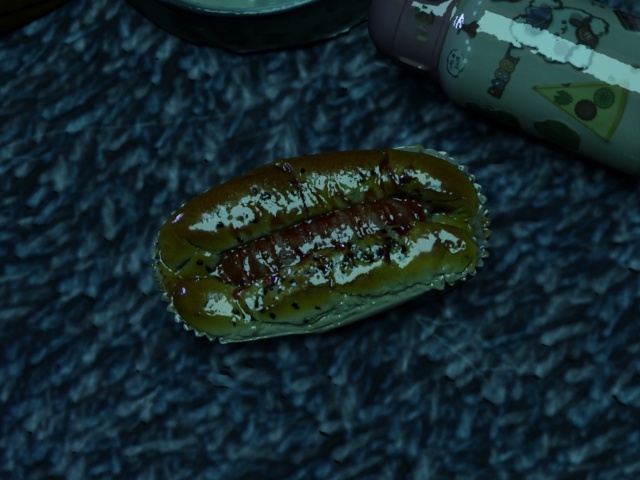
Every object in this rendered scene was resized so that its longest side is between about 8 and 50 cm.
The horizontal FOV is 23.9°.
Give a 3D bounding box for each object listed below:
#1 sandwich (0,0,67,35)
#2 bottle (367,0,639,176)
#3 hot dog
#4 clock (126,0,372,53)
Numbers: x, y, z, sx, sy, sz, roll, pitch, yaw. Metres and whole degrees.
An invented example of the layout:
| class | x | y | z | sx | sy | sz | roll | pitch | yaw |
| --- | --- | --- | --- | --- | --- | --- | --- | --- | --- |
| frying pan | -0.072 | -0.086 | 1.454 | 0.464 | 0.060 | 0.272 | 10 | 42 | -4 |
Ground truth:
| class | x | y | z | sx | sy | sz | roll | pitch | yaw |
| --- | --- | --- | --- | --- | --- | --- | --- | --- | --- |
| sandwich | -0.315 | -0.218 | 1.319 | 0.187 | 0.144 | 0.117 | -14 | 68 | -37 |
| bottle | 0.160 | -0.148 | 1.193 | 0.253 | 0.120 | 0.120 | 23 | 77 | 11 |
| hot dog | 0.000 | 0.000 | 1.188 | 0.268 | 0.075 | 0.144 | -15 | 75 | 4 |
| clock | -0.052 | -0.319 | 1.296 | 0.325 | 0.067 | 0.325 | -2 | 73 | 6 |
